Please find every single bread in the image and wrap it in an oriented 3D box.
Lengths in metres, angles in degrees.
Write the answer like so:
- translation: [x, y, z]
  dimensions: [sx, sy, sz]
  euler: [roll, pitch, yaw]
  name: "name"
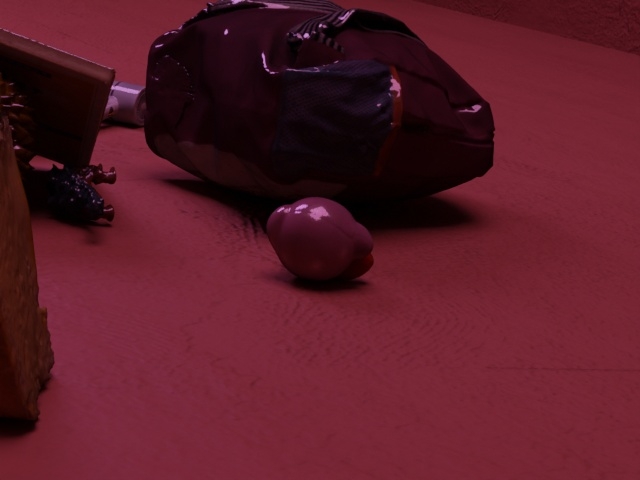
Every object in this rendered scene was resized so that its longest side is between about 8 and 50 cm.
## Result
- translation: [-0.230, 0.005, 0.821]
  dimensions: [0.169, 0.160, 0.140]
  euler: [7, 14, -3]
  name: "bread"

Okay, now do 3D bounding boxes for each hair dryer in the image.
- translation: [-0.257, -0.149, 1.651]
  dimensions: [0.082, 0.047, 0.137]
  euler: [12, 22, 18]
  name: "hair dryer"

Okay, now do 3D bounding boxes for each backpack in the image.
- translation: [0.022, -0.133, 1.414]
  dimensions: [0.317, 0.197, 0.283]
  euler: [-1, 15, -34]
  name: "backpack"

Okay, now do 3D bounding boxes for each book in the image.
- translation: [-0.275, -0.130, 1.297]
  dimensions: [0.170, 0.018, 0.242]
  euler: [20, -19, -7]
  name: "book"

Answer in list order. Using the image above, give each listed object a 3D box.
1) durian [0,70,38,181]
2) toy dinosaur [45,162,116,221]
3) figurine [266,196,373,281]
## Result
- translation: [-0.314, -0.087, 1.212]
  dimensions: [0.158, 0.137, 0.168]
  euler: [18, 1, -1]
  name: "durian"
- translation: [-0.204, -0.042, 1.239]
  dimensions: [0.055, 0.049, 0.154]
  euler: [5, 9, -22]
  name: "toy dinosaur"
- translation: [0.000, 0.000, 1.151]
  dimensions: [0.083, 0.071, 0.067]
  euler: [3, 55, 11]
  name: "figurine"
